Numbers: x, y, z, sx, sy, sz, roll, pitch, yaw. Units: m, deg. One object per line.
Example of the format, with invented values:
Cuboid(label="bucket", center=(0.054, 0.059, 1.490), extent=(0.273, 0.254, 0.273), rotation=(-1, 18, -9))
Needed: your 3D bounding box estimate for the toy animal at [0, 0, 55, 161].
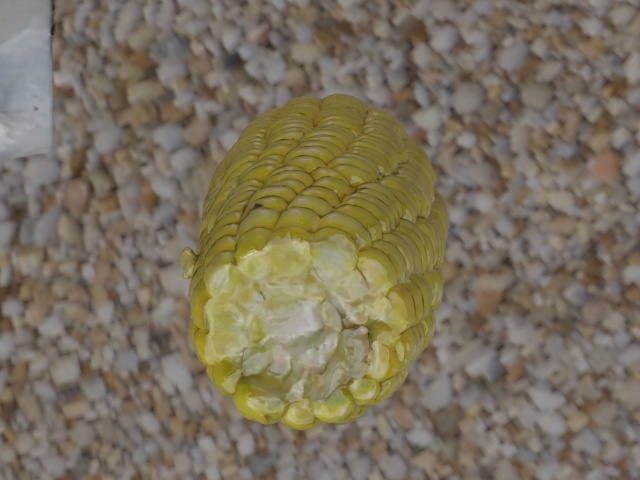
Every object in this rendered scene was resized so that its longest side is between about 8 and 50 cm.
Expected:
Cuboid(label="toy animal", center=(-0.240, -0.088, 0.966), extent=(0.221, 0.104, 0.131), rotation=(3, 71, -13))

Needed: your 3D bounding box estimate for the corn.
Cuboid(label="corn", center=(0.000, 0.000, 0.505), extent=(0.067, 0.206, 0.067), rotation=(1, 101, 3))
